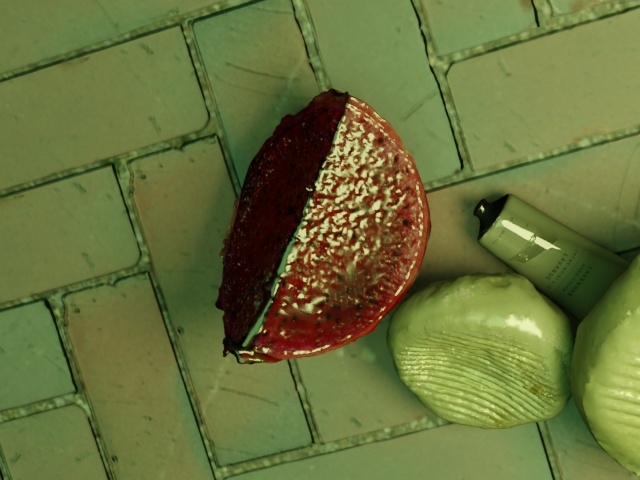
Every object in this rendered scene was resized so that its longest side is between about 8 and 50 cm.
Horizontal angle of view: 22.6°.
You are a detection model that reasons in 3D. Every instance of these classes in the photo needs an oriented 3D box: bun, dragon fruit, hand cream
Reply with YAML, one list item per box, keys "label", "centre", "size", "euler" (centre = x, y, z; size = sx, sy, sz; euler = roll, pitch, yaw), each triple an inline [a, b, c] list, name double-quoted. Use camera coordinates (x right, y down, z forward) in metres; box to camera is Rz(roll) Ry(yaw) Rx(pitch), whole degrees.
- label: "bun"
  centre: [0.155, 0.093, 1.488]
  size: [0.183, 0.102, 0.183]
  euler: [13, 137, 13]
- label: "bun"
  centre: [0.356, 0.090, 1.414]
  size: [0.287, 0.146, 0.287]
  euler: [-4, 127, -5]
- label: "dragon fruit"
  centre: [0.000, 0.000, 1.477]
  size: [0.189, 0.163, 0.261]
  euler: [25, 92, 3]
- label: "hand cream"
  centre: [0.223, 0.020, 1.494]
  size: [0.186, 0.054, 0.087]
  euler: [33, 110, -3]
